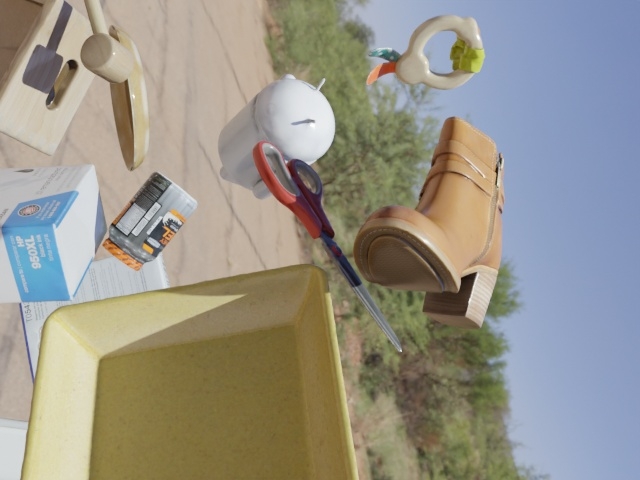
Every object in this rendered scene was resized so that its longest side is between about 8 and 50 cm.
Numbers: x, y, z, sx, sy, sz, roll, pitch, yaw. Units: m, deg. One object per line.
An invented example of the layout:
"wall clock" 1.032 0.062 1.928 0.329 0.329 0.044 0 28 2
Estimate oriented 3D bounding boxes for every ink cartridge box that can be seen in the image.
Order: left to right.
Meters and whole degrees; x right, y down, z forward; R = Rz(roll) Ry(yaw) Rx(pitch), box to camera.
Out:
"ink cartridge box" -0.652 -0.015 1.304 0.285 0.395 0.166 -96 -177 -61
"ink cartridge box" -0.488 0.206 1.527 0.071 0.330 0.324 84 -10 -75

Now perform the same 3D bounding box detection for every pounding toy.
"pounding toy" -0.243 -0.175 0.621 0.181 0.206 0.094 -63 159 -4

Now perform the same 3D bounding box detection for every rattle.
"rattle" 0.178 -0.333 1.180 0.142 0.200 0.130 -88 156 -43

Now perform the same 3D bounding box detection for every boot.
"boot" 0.140 -0.041 0.741 0.283 0.109 0.220 33 66 -48

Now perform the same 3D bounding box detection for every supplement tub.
"supplement tub" -0.355 -0.038 1.400 0.117 0.190 0.117 37 -5 4

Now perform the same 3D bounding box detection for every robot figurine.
"robot figurine" -0.103 -0.242 1.571 0.200 0.353 0.300 15 62 -33

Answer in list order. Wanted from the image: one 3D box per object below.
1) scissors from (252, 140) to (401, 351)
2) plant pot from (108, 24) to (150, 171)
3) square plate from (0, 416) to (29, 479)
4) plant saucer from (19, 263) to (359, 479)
"scissors" 0.000 0.000 0.781 0.109 0.021 0.297 17 40 -48
"plant pot" -0.315 -0.233 1.113 0.236 0.032 0.236 170 -90 -68
"square plate" -0.438 0.386 0.917 0.347 0.344 0.049 -94 -157 -46
"plant saucer" -0.133 0.203 0.709 0.081 0.333 0.333 78 3 -53
